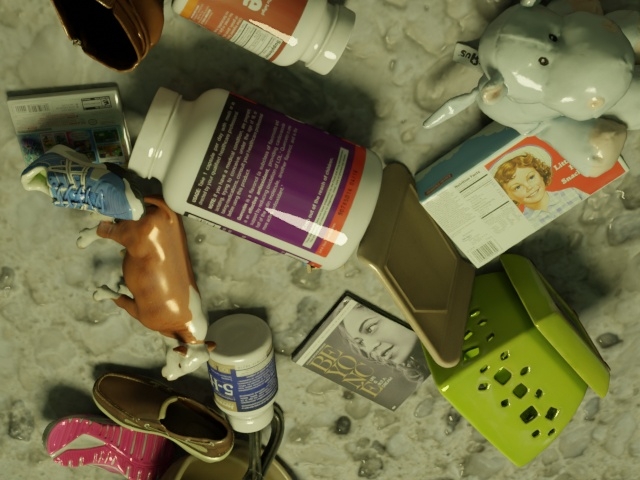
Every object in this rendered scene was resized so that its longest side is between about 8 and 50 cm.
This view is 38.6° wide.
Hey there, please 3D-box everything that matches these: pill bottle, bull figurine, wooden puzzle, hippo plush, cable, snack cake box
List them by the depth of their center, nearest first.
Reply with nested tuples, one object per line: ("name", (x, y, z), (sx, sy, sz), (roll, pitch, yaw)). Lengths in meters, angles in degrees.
("hippo plush", (0.283, -0.234, 1.116), (0.294, 0.236, 0.234), (21, 85, 19))
("pill bottle", (-0.070, -0.299, 1.163), (0.216, 0.121, 0.121), (24, 119, -17))
("pill bottle", (-0.089, -0.092, 1.254), (0.323, 0.181, 0.181), (22, 120, -9))
("snack cake box", (0.287, -0.098, 1.326), (0.264, 0.089, 0.152), (-34, 116, 19))
("wooden puzzle", (0.140, 0.036, 1.337), (0.044, 0.221, 0.239), (-21, 122, 33))
("bull figurine", (-0.254, 0.061, 1.370), (0.188, 0.101, 0.310), (13, 122, 24))
("pill bottle", (-0.127, 0.224, 1.508), (0.112, 0.112, 0.187), (-4, 126, 1))
("cable", (-0.108, 0.413, 1.532), (0.139, 0.287, 0.072), (47, 142, -17))

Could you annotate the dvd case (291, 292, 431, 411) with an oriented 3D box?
("dvd case", (0.086, 0.194, 1.553), (0.221, 0.018, 0.164), (29, 118, -19))

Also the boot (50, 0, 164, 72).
("boot", (-0.306, -0.323, 1.080), (0.109, 0.220, 0.283), (-35, 118, 20))

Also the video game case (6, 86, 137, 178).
("video game case", (-0.355, -0.147, 1.316), (0.157, 0.019, 0.143), (-5, 124, 1))

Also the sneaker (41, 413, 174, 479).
("sneaker", (-0.374, 0.353, 1.604), (0.252, 0.111, 0.103), (25, 78, -35))

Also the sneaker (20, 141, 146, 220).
("sneaker", (-0.321, -0.066, 1.244), (0.211, 0.081, 0.080), (20, 131, 34))

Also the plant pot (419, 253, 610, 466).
("plant pot", (0.304, 0.172, 1.429), (0.207, 0.227, 0.228), (-38, 117, 14))

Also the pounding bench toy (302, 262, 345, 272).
("pounding bench toy", (0.000, 0.000, 1.402), (0.065, 0.052, 0.083), (-6, 123, 3))

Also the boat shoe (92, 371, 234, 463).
("boat shoe", (-0.258, 0.278, 1.521), (0.257, 0.095, 0.095), (23, 149, 1))

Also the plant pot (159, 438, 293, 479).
("plant pot", (-0.221, 0.548, 1.635), (0.323, 0.323, 0.280), (40, 131, -24))
